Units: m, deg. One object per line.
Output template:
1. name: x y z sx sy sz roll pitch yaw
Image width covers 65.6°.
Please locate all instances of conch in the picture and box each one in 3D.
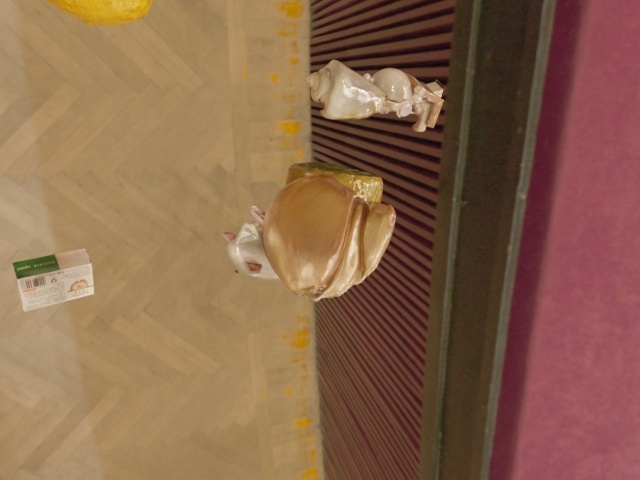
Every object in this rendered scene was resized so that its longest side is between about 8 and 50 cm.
1. conch: 0.050 -0.301 1.022 0.176 0.104 0.094 20 139 -31

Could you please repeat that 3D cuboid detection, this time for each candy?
1. candy: 0.034 -0.134 1.276 0.259 0.260 0.118 3 103 -17

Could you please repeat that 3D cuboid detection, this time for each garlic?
1. garlic: 0.000 0.000 0.870 0.217 0.110 0.228 31 66 -3

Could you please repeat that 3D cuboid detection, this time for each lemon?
1. lemon: -0.292 -0.342 0.653 0.155 0.114 0.114 -6 109 -16

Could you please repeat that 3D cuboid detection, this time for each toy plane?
1. toy plane: -0.074 0.020 0.964 0.252 0.252 0.118 22 116 -21

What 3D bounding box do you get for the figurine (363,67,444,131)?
1. figurine: 0.211 -0.387 1.347 0.236 0.163 0.141 6 131 -25

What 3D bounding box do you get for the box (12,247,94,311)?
1. box: -0.778 0.113 1.457 0.199 0.081 0.135 -12 136 -32
